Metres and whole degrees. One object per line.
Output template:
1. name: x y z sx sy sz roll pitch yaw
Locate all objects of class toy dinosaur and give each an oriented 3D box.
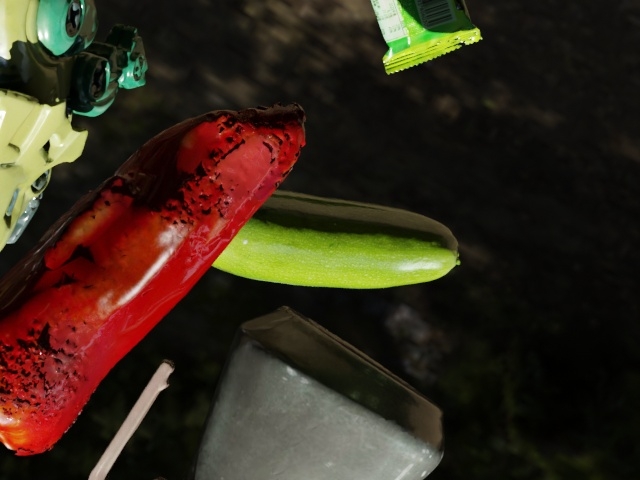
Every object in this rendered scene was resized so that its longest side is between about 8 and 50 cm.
1. toy dinosaur: -0.152 -0.116 0.804 0.094 0.153 0.259 13 126 14

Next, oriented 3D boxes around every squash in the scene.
1. squash: -0.002 0.000 1.475 0.292 0.082 0.082 7 -178 -37

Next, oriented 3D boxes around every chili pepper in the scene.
1. chili pepper: -0.157 0.037 1.134 0.110 0.387 0.110 43 173 6

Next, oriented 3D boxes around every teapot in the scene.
1. teapot: -0.067 0.249 1.734 0.300 0.344 0.253 33 178 5

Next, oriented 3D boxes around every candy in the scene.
1. candy: 0.085 -0.263 1.637 0.032 0.102 0.178 -93 -16 -77
